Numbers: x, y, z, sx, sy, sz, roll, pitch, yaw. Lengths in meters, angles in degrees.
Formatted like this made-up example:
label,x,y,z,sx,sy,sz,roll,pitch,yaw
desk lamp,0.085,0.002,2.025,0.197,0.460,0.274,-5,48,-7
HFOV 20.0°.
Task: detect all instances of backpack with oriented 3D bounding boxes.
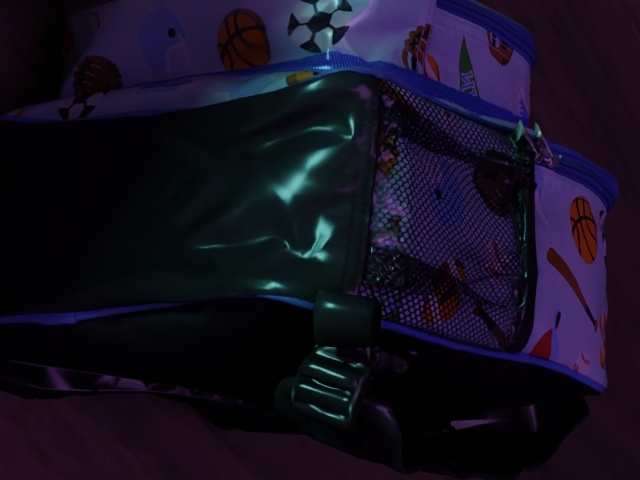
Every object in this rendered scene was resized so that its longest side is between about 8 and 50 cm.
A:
label,x,y,z,sx,sy,sz,roll,pitch,yaw
backpack,0.000,0.000,0.805,0.263,0.276,0.213,26,71,-46
